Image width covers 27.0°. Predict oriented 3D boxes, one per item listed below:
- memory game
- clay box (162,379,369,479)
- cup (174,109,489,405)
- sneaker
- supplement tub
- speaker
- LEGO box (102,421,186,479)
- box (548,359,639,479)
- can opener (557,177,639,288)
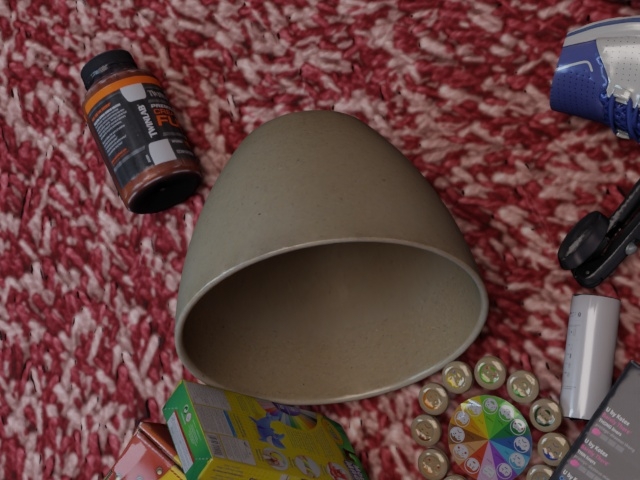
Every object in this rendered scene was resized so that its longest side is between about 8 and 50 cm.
[{"bbox_3d":[0.182,0.217,1.453,0.186,0.012,0.186,4,98,28],"label":"memory game"},{"bbox_3d":[-0.054,0.231,1.450,0.053,0.222,0.127,-55,36,21],"label":"clay box"},{"bbox_3d":[0.000,0.000,1.454,0.331,0.331,0.237,-19,53,15],"label":"cup"},{"bbox_3d":[0.387,-0.120,1.386,0.315,0.127,0.182,10,60,20],"label":"sneaker"},{"bbox_3d":[-0.229,-0.139,1.647,0.106,0.106,0.198,-31,72,12],"label":"supplement tub"},{"bbox_3d":[0.290,0.129,1.439,0.055,0.055,0.136,5,81,20],"label":"speaker"},{"bbox_3d":[-0.091,0.496,1.429,0.500,0.193,0.372,38,94,22],"label":"LEGO box"},{"bbox_3d":[0.305,0.276,1.346,0.143,0.165,0.270,35,93,22],"label":"box"},{"bbox_3d":[0.339,-0.023,1.451,0.186,0.073,0.059,-43,61,-2],"label":"can opener"}]
